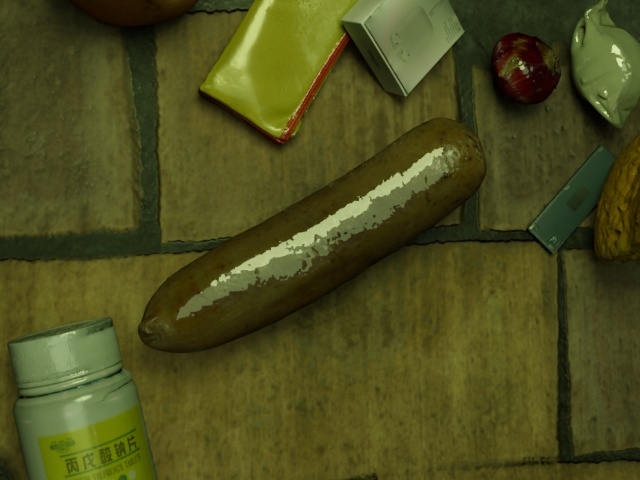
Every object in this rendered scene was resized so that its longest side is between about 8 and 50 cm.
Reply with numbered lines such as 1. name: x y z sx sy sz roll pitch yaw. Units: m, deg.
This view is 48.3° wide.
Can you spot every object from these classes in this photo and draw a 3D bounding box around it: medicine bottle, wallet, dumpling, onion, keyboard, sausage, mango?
1. medicine bottle: -0.280 0.230 0.846 0.143 0.143 0.258 -13 91 -12
2. wallet: -0.043 -0.259 0.945 0.141 0.067 0.241 33 88 -14
3. dumpling: 0.425 -0.250 1.033 0.134 0.100 0.169 -15 72 -48
4. onion: 0.283 -0.238 0.996 0.107 0.097 0.107 22 50 -28
5. keyboard: 0.378 -0.062 1.051 0.055 0.014 0.176 44 81 -7
6. sausage: 0.000 0.001 0.912 0.500 0.136 0.123 -30 73 -9
7. mango: -0.219 -0.329 0.805 0.187 0.257 0.138 18 86 -11

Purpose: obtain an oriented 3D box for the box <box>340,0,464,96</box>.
1. box: 0.113 -0.286 0.950 0.129 0.051 0.130 -48 128 -9

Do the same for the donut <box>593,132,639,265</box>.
1. donut: 0.600 -0.011 1.022 0.377 0.163 0.435 -43 98 -15
